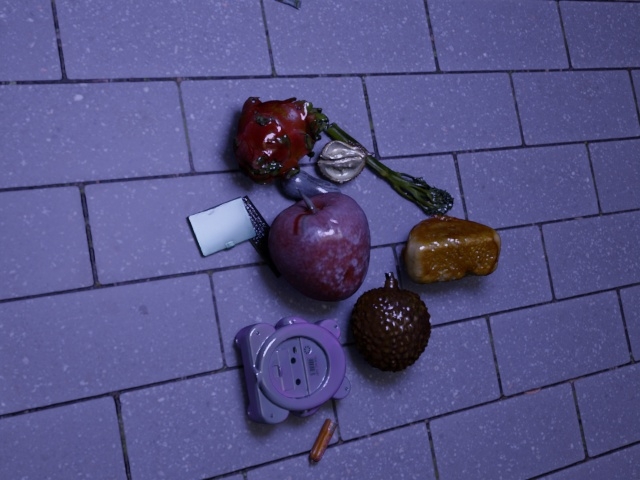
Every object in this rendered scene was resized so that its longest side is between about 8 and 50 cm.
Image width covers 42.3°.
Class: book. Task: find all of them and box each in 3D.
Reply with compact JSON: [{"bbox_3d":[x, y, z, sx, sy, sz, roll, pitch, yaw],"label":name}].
[{"bbox_3d":[-0.221,-0.029,1.866,0.135,0.017,0.103,-23,93,-24],"label":"book"}]

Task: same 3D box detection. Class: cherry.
[{"bbox_3d":[0.000,0.000,1.868,0.236,0.213,0.286,-28,113,-6],"label":"cherry"}]

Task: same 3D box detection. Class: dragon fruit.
[{"bbox_3d":[-0.077,-0.229,1.893,0.269,0.198,0.200,-3,58,-31],"label":"dragon fruit"}]

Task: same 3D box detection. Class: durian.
[{"bbox_3d":[0.059,-0.202,2.010,0.140,0.071,0.111,-13,116,-1],"label":"durian"}]

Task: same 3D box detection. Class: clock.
[{"bbox_3d":[-0.057,0.285,1.865,0.247,0.090,0.228,-7,85,-31],"label":"clock"}]

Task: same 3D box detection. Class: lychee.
[{"bbox_3d":[0.166,0.192,1.943,0.200,0.200,0.238,0,94,-28],"label":"lychee"}]

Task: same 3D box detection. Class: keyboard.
[{"bbox_3d":[-0.135,-0.009,1.917,0.063,0.010,0.198,-40,101,-26],"label":"keyboard"}]

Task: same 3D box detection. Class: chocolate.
[{"bbox_3d":[-0.020,-0.119,1.963,0.167,0.072,0.072,24,71,-23],"label":"chocolate"}]

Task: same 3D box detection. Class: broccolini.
[{"bbox_3d":[0.180,-0.189,2.093,0.392,0.079,0.074,37,25,-17],"label":"broccolini"}]

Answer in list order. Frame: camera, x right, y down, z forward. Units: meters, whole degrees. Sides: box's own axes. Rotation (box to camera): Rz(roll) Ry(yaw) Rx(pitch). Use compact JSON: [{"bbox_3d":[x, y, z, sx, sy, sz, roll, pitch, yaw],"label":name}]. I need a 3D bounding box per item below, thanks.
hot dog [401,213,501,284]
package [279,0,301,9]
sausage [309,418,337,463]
[{"bbox_3d":[0.311,0.021,2.067,0.256,0.153,0.150,-7,113,-19],"label":"hot dog"},{"bbox_3d":[-0.096,-0.601,2.039,0.110,0.015,0.037,14,80,-24],"label":"package"},{"bbox_3d":[0.004,0.462,1.897,0.031,0.031,0.107,35,66,-19],"label":"sausage"}]
